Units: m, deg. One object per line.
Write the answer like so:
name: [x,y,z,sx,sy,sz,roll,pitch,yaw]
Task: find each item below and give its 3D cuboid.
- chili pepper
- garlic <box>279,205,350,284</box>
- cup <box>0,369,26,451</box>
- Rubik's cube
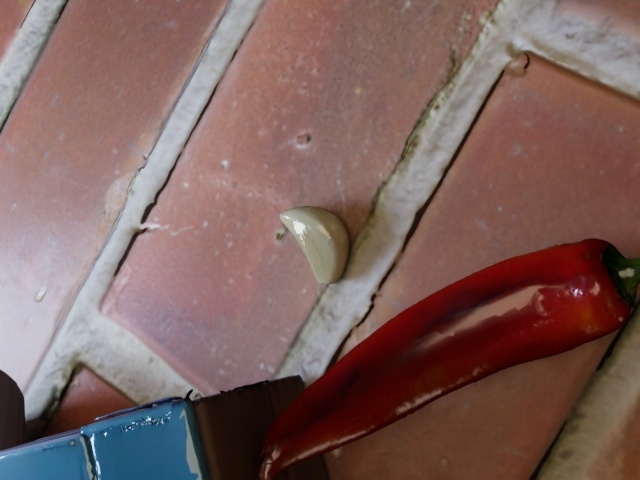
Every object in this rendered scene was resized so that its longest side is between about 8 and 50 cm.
chili pepper: [0.124,0.087,0.575,0.368,0.137,0.092,-30,105,6]
garlic: [0.000,0.000,0.678,0.053,0.041,0.083,-28,83,20]
cup: [-0.370,0.284,0.675,0.208,0.288,0.273,-18,50,-3]
Rubik's cube: [-0.126,0.249,0.601,0.231,0.221,0.225,-18,79,17]
